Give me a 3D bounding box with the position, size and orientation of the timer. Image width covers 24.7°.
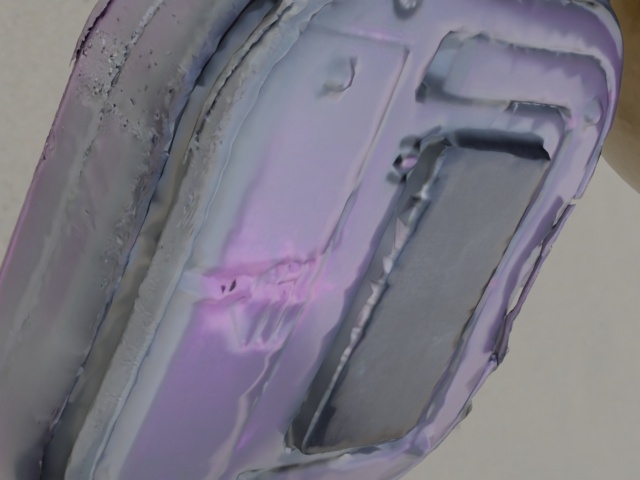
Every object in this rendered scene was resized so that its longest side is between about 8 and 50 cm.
[{"bbox_3d":[0.000,0.000,0.426,0.191,0.069,0.208,-4,123,-48],"label":"timer"}]

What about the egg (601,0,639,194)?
[{"bbox_3d":[0.218,-0.109,0.555,0.322,0.250,0.250,148,-58,-70],"label":"egg"}]
